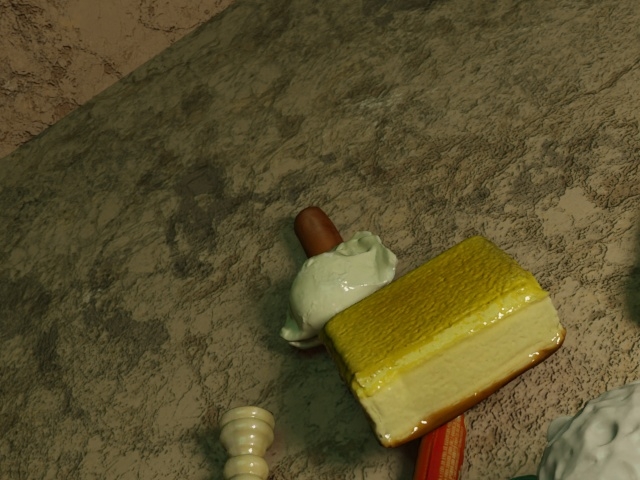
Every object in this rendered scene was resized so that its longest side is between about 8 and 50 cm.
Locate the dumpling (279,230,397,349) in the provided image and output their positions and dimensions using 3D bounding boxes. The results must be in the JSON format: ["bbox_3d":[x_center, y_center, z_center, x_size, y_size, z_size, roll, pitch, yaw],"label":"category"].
[{"bbox_3d":[0.022,0.081,2.065,0.258,0.147,0.193,-41,36,16],"label":"dumpling"}]

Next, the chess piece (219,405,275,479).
[{"bbox_3d":[-0.119,0.357,1.905,0.094,0.094,0.170,-20,42,17],"label":"chess piece"}]

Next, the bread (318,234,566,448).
[{"bbox_3d":[0.177,0.147,1.821,0.333,0.143,0.323,-30,17,0],"label":"bread"}]

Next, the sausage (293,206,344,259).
[{"bbox_3d":[0.000,0.000,2.235,0.076,0.076,0.197,-31,35,2],"label":"sausage"}]

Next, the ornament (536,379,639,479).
[{"bbox_3d":[0.415,0.317,1.352,0.337,0.337,0.337,-20,38,17],"label":"ornament"}]

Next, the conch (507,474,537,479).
[{"bbox_3d":[0.273,0.393,1.512,0.134,0.196,0.202,-31,34,32],"label":"conch"}]

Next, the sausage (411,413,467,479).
[{"bbox_3d":[0.170,0.336,1.726,0.083,0.083,0.264,-11,41,27],"label":"sausage"}]
